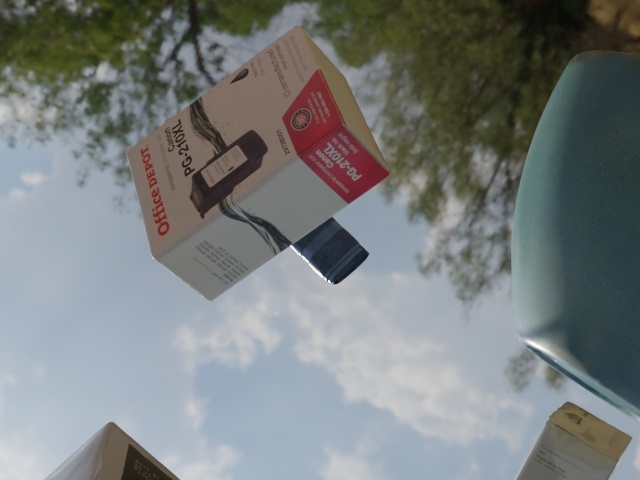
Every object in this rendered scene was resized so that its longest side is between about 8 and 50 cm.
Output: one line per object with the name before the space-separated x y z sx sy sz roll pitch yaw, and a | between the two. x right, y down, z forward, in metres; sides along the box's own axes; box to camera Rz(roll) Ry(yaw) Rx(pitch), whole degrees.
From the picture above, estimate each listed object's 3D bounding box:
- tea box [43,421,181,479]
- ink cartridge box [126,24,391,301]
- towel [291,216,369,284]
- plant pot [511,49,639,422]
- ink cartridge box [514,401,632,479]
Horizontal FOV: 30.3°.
tea box | -0.160 0.381 0.882 0.329 0.323 0.220 44 -168 -14
ink cartridge box | -0.070 -0.078 1.211 0.100 0.237 0.172 42 -161 -44
towel | 0.000 0.000 1.522 0.119 0.067 0.029 45 171 21
plant pot | 0.251 0.027 0.849 0.290 0.195 0.290 33 178 1
ink cartridge box | 0.256 0.299 1.325 0.093 0.212 0.154 27 -171 17
